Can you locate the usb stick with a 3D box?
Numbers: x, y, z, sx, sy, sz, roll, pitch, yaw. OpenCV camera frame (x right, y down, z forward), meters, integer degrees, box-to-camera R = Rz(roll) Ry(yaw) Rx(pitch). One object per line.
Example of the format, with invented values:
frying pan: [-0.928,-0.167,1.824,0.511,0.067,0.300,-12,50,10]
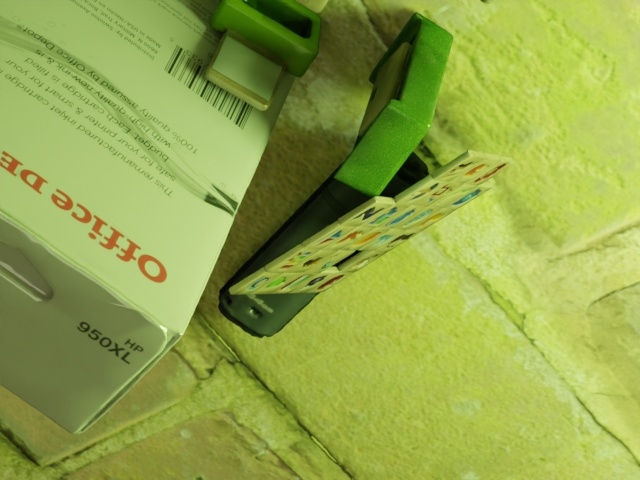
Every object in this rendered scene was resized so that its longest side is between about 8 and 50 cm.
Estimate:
usb stick: [0.000,0.000,1.841,0.077,0.045,0.278,31,130,-17]

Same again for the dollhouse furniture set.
dollhouse furniture set: [0.047,-0.219,1.586,0.198,0.151,0.301,30,129,-8]

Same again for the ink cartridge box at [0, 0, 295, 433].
ink cartridge box: [-0.214,-0.079,1.614,0.285,0.395,0.166,36,128,-12]

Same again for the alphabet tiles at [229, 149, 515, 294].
alphabet tiles: [0.055,-0.014,1.720,0.237,0.198,0.009,-33,77,20]
